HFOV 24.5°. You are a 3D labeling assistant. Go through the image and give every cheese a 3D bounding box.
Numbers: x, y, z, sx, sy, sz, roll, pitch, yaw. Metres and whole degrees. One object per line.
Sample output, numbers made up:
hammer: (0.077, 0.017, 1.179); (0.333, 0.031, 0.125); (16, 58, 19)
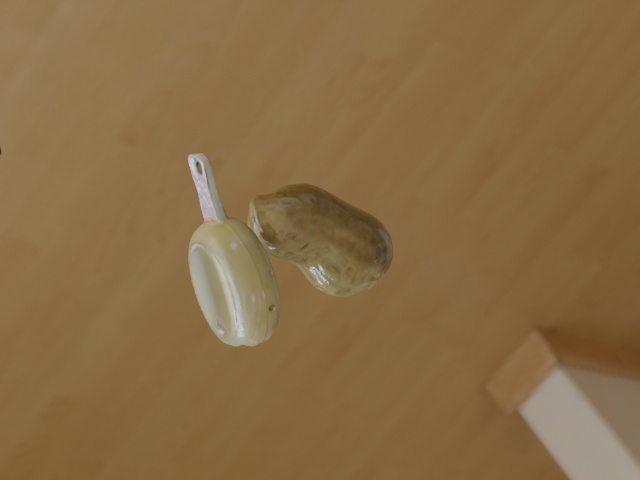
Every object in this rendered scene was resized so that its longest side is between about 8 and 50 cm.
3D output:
cheese: (-0.111, 0.009, 1.697); (0.064, 0.137, 0.227); (-20, 102, -29)

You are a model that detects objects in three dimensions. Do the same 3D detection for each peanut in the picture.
peanut: (0.000, 0.000, 1.828); (0.236, 0.110, 0.120); (24, 79, -46)
